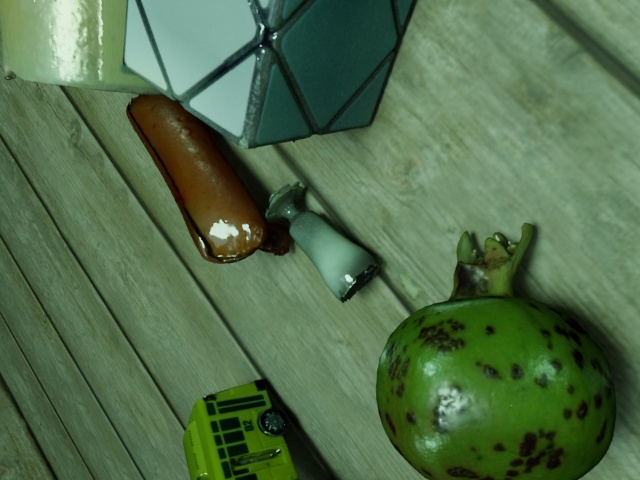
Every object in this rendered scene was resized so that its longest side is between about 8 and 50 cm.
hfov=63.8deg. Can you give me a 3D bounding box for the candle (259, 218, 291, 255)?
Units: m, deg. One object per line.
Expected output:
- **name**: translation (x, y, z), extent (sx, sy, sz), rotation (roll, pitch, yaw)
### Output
- **candle**: translation (-0.110, -0.023, 0.747), extent (0.162, 0.053, 0.048), rotation (24, 157, 37)

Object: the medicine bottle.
- **medicine bottle**: translation (-0.245, -0.386, 0.595), extent (0.236, 0.236, 0.406), rotation (21, 113, 34)

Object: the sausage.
- **sausage**: translation (-0.175, -0.097, 0.725), extent (0.330, 0.102, 0.102), rotation (56, 133, 26)

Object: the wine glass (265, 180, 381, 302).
- **wine glass**: translation (0.000, 0.000, 0.647), extent (0.155, 0.072, 0.072), rotation (46, 129, 19)

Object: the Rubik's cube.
- **Rubik's cube**: translation (-0.050, -0.235, 0.516), extent (0.207, 0.205, 0.205), rotation (36, 126, 25)

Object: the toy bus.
- **toy bus**: translation (-0.113, 0.352, 0.770), extent (0.262, 0.150, 0.128), rotation (59, 140, 42)

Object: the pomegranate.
- **pomegranate**: translation (0.154, 0.112, 0.481), extent (0.211, 0.211, 0.263), rotation (-13, 72, 43)
